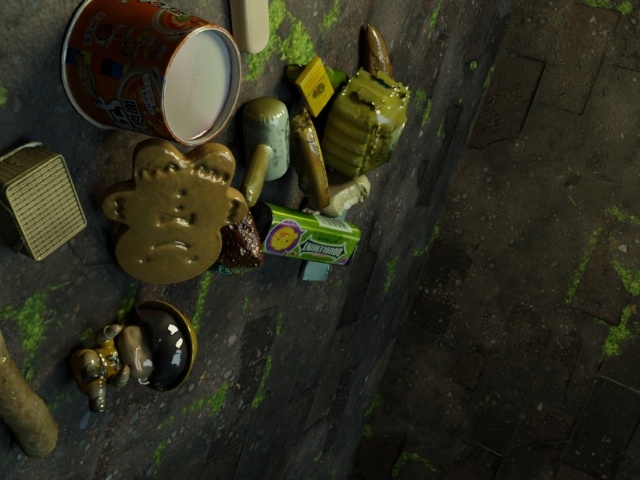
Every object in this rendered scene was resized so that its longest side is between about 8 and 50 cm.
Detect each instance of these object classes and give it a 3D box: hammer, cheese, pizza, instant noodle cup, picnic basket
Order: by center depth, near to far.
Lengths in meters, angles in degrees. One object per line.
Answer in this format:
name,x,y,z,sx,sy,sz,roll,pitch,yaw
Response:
picnic basket,-0.451,-0.061,0.977,0.115,0.079,0.164,-47,149,-38
instant noodle cup,-0.263,-0.278,1.039,0.250,0.192,0.251,-47,150,-38
hammer,-0.137,-0.172,1.398,0.306,0.113,0.202,-80,170,-47
pizza,-0.042,-0.221,1.604,0.089,0.223,0.324,-18,148,-3
cheese,0.014,-0.111,1.847,0.286,0.163,0.082,-39,130,-21

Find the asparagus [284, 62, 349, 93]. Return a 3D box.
asparagus,-0.002,-0.422,1.632,0.277,0.060,0.067,-20,139,-59

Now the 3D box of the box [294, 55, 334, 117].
box,-0.013,-0.382,1.560,0.087,0.023,0.155,-57,158,-9

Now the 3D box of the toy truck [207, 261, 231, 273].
toy truck,-0.246,-0.009,1.492,0.067,0.081,0.175,14,79,-67

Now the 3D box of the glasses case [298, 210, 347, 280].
glasses case,0.000,0.000,2.045,0.105,0.056,0.266,7,106,-41

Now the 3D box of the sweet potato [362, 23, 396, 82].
sweet potato,0.176,-0.508,1.903,0.341,0.092,0.114,54,37,-63

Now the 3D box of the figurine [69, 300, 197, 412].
figurine,-0.382,0.232,1.294,0.256,0.167,0.193,-13,95,-33

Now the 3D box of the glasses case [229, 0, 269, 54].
glasses case,-0.146,-0.482,1.284,0.083,0.050,0.196,-48,150,-42

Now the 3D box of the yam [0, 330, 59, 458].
yam,-0.539,0.262,1.087,0.081,0.081,0.357,-47,151,-38

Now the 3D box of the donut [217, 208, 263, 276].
donut,-0.215,-0.046,1.375,0.295,0.112,0.151,43,54,-46

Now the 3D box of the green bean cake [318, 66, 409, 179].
green bean cake,0.154,-0.343,1.777,0.285,0.202,0.310,-50,170,-32

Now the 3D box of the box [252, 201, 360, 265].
box,-0.040,-0.009,1.722,0.345,0.097,0.134,12,112,-45

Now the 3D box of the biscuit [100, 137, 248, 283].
biscuit,-0.281,-0.040,1.201,0.275,0.052,0.355,4,132,-26
